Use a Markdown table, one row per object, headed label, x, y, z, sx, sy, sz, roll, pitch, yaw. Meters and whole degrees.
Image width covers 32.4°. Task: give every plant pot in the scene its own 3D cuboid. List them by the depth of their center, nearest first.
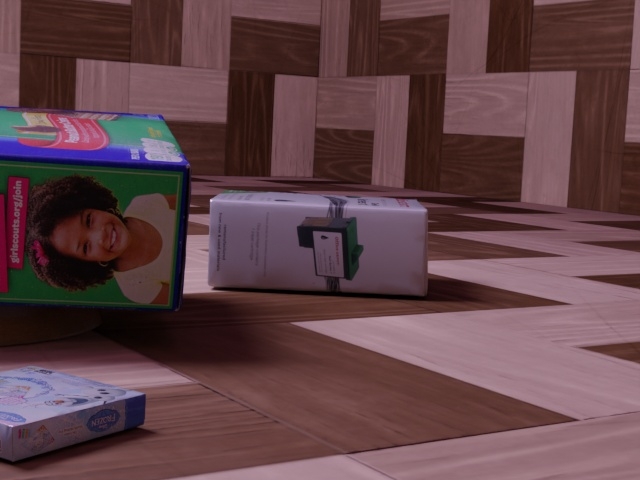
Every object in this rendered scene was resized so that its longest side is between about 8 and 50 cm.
| label | x | y | z | sx | sy | sz | roll | pitch | yaw |
| --- | --- | --- | --- | --- | --- | --- | --- | --- | --- |
| plant pot | -0.291 | 0.046 | 0.866 | 0.236 | 0.032 | 0.236 | 4 | 6 | 0 |

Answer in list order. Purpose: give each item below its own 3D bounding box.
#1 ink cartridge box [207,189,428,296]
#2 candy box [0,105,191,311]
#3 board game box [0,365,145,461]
| label | x | y | z | sx | sy | sz | roll | pitch | yaw |
| --- | --- | --- | --- | --- | --- | --- | --- | --- | --- |
| ink cartridge box | 0.000 | 0.000 | 1.155 | 0.220 | 0.092 | 0.160 | 2 | 6 | 0 |
| candy box | -0.274 | -0.038 | 0.864 | 0.317 | 0.122 | 0.268 | 1 | 13 | -13 |
| board game box | -0.155 | 0.088 | 0.573 | 0.090 | 0.020 | 0.090 | 7 | 7 | 34 |
